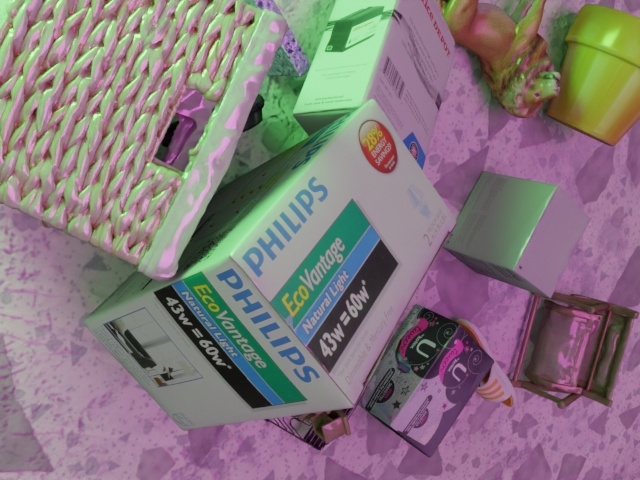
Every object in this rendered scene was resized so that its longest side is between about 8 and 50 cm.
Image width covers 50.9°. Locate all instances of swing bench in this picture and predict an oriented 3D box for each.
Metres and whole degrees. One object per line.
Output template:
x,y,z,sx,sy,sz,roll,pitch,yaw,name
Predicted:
0.628,0.268,1.665,0.254,0.165,0.253,10,96,-41,swing bench

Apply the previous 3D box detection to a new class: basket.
-0.253,-0.163,0.836,0.266,0.331,0.328,26,87,-18,basket

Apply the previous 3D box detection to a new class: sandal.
0.354,0.292,1.530,0.076,0.102,0.265,-40,113,-18,sandal

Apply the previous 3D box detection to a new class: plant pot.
0.624,-0.345,1.456,0.254,0.254,0.239,15,108,-36,plant pot

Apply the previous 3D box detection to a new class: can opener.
-0.170,-0.189,1.064,0.186,0.059,0.073,-26,116,-26,can opener

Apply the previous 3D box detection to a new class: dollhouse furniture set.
-0.001,0.215,1.136,0.101,0.161,0.182,-22,110,-24,dollhouse furniture set

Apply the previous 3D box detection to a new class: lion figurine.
0.323,-0.414,1.309,0.392,0.142,0.240,23,97,-22,lion figurine

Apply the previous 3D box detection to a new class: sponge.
-0.099,-0.345,1.034,0.031,0.117,0.210,-42,122,-15,sponge

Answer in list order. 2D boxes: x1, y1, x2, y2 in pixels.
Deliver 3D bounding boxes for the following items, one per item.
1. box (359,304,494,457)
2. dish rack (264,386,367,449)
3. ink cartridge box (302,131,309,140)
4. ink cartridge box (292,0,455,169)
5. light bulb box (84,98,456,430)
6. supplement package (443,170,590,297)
0.215,0.289,1.401,0.163,0.142,0.247,44,77,-34,box
-0.031,0.271,1.277,0.271,0.074,0.208,41,80,-36,dish rack
0.024,-0.152,1.203,0.181,0.061,0.104,12,95,-36,ink cartridge box
0.100,-0.263,1.100,0.223,0.129,0.307,47,54,-47,ink cartridge box
-0.063,0.042,0.922,0.225,0.361,0.358,52,47,-16,light bulb box
0.409,-0.016,1.411,0.149,0.203,0.194,32,84,-35,supplement package
